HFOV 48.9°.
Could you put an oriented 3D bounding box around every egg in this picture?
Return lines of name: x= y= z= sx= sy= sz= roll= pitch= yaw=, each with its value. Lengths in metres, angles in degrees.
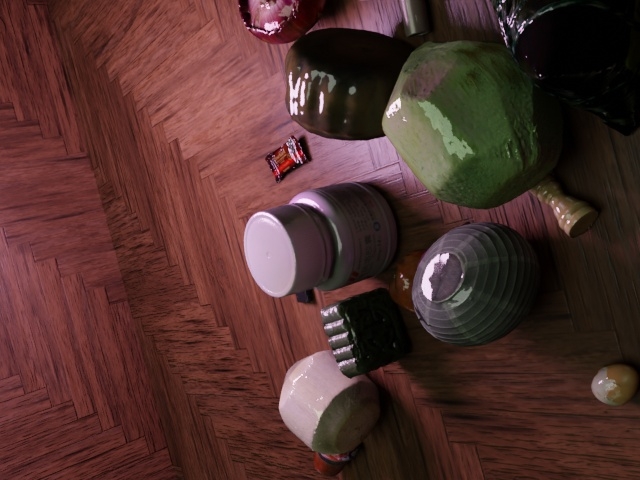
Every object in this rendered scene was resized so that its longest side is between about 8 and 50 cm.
egg: x=0.523 y=0.252 z=1.243 sx=0.071 sy=0.071 sz=0.083 roll=49 pitch=133 yaw=30

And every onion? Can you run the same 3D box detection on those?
onion: x=-0.082 y=-0.580 z=1.657 sx=0.248 sy=0.161 sz=0.248 roll=15 pitch=115 yaw=37

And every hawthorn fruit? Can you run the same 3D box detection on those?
hawthorn fruit: x=0.234 y=0.101 z=1.533 sx=0.189 sy=0.149 sz=0.149 roll=39 pitch=148 yaw=-19

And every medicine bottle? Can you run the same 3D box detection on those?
medicine bottle: x=0.000 y=0.000 z=1.634 sx=0.241 sy=0.302 sz=0.241 roll=23 pitch=120 yaw=47

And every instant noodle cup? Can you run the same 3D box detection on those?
instant noodle cup: x=0.035 y=0.589 z=1.966 sx=0.127 sy=0.127 sz=0.135 roll=50 pitch=145 yaw=29

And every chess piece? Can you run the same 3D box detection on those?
chess piece: x=0.429 y=-0.067 z=1.261 sx=0.122 sy=0.066 sz=0.066 roll=52 pitch=138 yaw=34

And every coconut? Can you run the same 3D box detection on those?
coconut: x=0.257 y=-0.218 z=1.232 sx=0.328 sy=0.328 sz=0.281 roll=61 pitch=151 yaw=18
coconut: x=0.013 y=0.410 z=1.823 sx=0.266 sy=0.237 sz=0.237 roll=40 pitch=131 yaw=38

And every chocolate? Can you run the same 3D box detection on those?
chocolate: x=-0.094 y=-0.221 z=1.909 sx=0.182 sy=0.028 sz=0.086 roll=-31 pitch=85 yaw=53

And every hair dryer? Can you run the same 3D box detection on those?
hair dryer: x=0.131 y=-0.508 z=1.493 sx=0.220 sy=0.054 sz=0.195 roll=-5 pitch=98 yaw=54

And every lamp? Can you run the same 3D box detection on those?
lamp: x=0.297 y=0.089 z=1.352 sx=0.233 sy=0.233 sz=0.265 roll=41 pitch=107 yaw=37

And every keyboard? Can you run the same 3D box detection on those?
keyboard: x=-0.067 y=0.062 z=1.980 sx=0.072 sy=0.023 sz=0.231 roll=-7 pitch=96 yaw=60

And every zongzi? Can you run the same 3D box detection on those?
zongzi: x=0.356 y=-0.335 z=1.022 sx=0.319 sy=0.362 sz=0.383 roll=-14 pitch=89 yaw=35

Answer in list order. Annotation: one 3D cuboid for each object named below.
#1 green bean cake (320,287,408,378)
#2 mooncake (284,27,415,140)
green bean cake: x=0.107 y=0.217 z=1.671 sx=0.094 sy=0.185 sz=0.183 roll=-25 pitch=81 yaw=51
mooncake: x=0.066 y=-0.319 z=1.453 sx=0.290 sy=0.290 sz=0.161 roll=40 pitch=136 yaw=38
